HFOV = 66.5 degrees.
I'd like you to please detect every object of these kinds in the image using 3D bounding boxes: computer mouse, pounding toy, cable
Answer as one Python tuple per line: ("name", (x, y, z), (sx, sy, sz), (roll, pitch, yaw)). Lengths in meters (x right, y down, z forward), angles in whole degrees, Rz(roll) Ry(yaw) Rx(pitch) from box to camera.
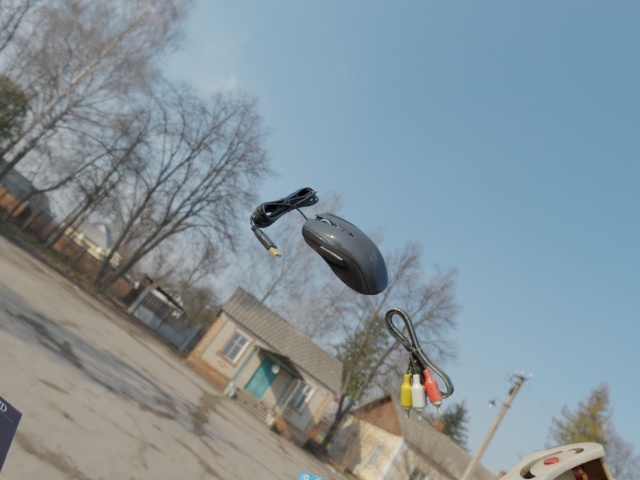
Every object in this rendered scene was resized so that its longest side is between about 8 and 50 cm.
("computer mouse", (0.000, 0.000, 0.855), (0.262, 0.184, 0.060), (49, -42, 21))
("pounding toy", (0.460, 0.473, 0.895), (0.154, 0.269, 0.155), (-31, -108, 42))
("cable", (0.245, 0.308, 1.248), (0.139, 0.287, 0.072), (-20, -8, 31))

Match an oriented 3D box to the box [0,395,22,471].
("box", (-0.693, 0.429, 0.853), (0.381, 0.143, 0.191), (-114, 180, -56))

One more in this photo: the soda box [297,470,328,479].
("soda box", (-0.018, 0.529, 0.934), (0.071, 0.067, 0.210), (13, -49, 11))
